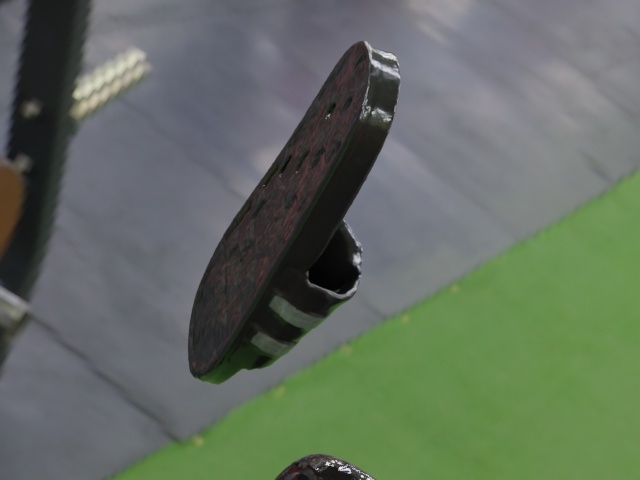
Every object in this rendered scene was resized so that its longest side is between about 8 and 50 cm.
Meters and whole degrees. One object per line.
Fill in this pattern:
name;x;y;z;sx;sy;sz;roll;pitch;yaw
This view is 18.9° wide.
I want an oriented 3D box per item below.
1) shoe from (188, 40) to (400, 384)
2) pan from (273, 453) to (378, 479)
shoe;0.000;0.000;0.775;0.049;0.179;0.071;19;39;-18
pan;0.051;0.170;0.802;0.115;0.040;0.212;16;-39;60
